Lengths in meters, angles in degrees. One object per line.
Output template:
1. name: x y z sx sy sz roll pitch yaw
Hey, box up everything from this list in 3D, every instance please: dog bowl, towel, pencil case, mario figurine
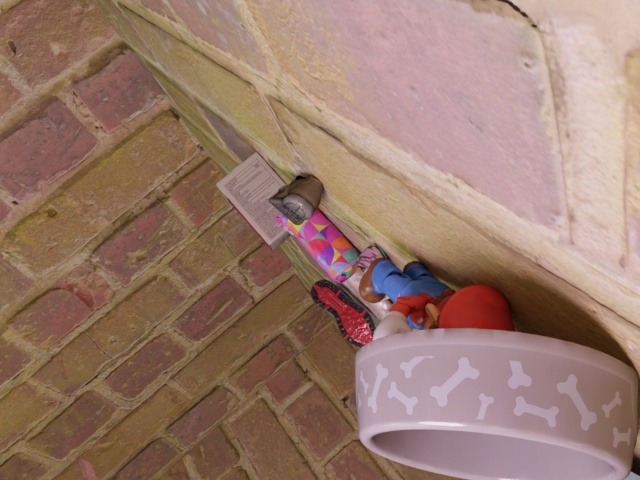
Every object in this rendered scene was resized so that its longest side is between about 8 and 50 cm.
1. dog bowl: 0.205 0.220 0.722 0.349 0.102 0.348 9 152 5
2. towel: 0.094 0.121 1.729 0.332 0.053 0.317 46 172 13
3. pencil case: 0.000 0.000 1.473 0.236 0.104 0.104 44 171 18
4. mario figurine: 0.166 0.134 0.901 0.170 0.198 0.320 66 171 -20

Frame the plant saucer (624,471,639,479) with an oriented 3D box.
1. plant saucer: 0.420 0.363 0.883 0.195 0.037 0.195 27 164 9

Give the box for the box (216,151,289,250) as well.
1. box: -0.159 -0.107 1.668 0.232 0.149 0.127 49 173 7

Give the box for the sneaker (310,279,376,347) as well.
1. sneaker: 0.091 0.217 1.779 0.262 0.104 0.125 48 -169 24

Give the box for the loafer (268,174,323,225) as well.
1. loafer: -0.046 -0.094 1.340 0.094 0.087 0.251 42 170 -16

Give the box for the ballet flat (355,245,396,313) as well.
1. ballet flat: 0.153 0.111 1.241 0.221 0.079 0.077 50 171 -7
